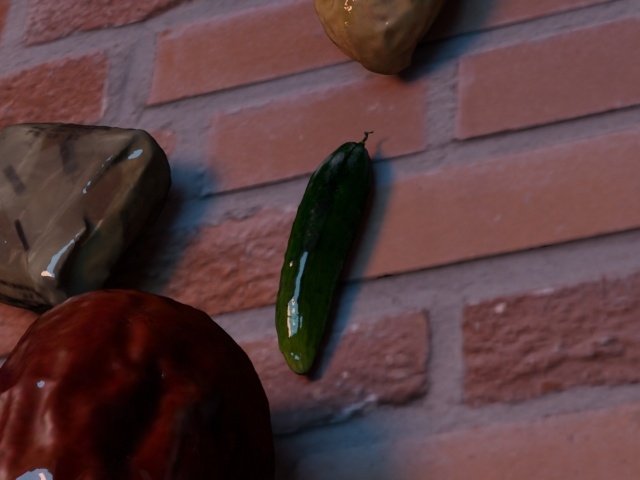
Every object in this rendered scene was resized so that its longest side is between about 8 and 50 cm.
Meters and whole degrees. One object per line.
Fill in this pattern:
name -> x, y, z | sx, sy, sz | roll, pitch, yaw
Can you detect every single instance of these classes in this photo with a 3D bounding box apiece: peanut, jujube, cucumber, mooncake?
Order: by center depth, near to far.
jujube -> -0.115, 0.148, 0.900 | 0.183, 0.183, 0.243 | -9, 55, 23
cucumber -> 0.000, 0.000, 1.047 | 0.039, 0.039, 0.168 | 0, 59, 29
mooncake -> -0.160, -0.014, 1.120 | 0.125, 0.073, 0.130 | 16, 63, 35
peanut -> 0.051, -0.200, 1.138 | 0.099, 0.099, 0.214 | 3, 64, 30
